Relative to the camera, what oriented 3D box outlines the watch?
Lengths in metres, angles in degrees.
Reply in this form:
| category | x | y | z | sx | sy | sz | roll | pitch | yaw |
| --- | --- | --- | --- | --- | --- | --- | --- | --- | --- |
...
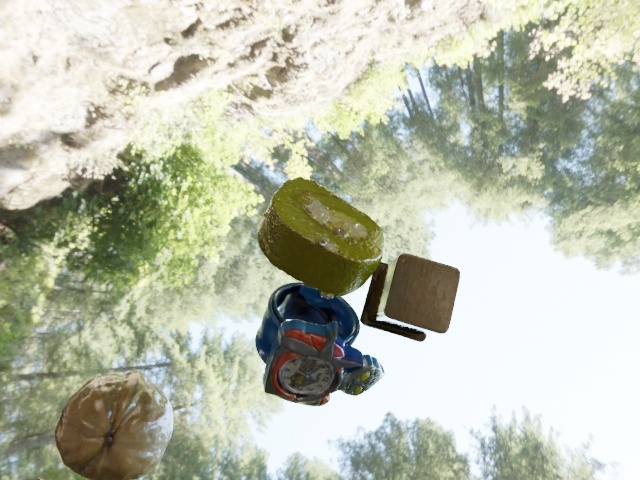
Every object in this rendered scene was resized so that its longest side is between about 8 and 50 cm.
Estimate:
| category | x | y | z | sx | sy | sz | roll | pitch | yaw |
| --- | --- | --- | --- | --- | --- | --- | --- | --- | --- |
| watch | 0.005 | 0.235 | 1.064 | 0.275 | 0.304 | 0.242 | -105 | -147 | -57 |

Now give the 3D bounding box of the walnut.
| category | x | y | z | sx | sy | sz | roll | pitch | yaw |
| --- | --- | --- | --- | --- | --- | --- | --- | --- | --- |
| walnut | -0.581 | 0.529 | 1.255 | 0.305 | 0.344 | 0.307 | 1 | -94 | -13 |

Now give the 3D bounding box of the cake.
| category | x | y | z | sx | sy | sz | roll | pitch | yaw |
| --- | --- | --- | --- | --- | --- | --- | --- | --- | --- |
| cake | 0.000 | 0.000 | 0.910 | 0.260 | 0.179 | 0.156 | 32 | -46 | 6 |

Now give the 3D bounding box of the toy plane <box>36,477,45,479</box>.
| category | x | y | z | sx | sy | sz | roll | pitch | yaw |
| --- | --- | --- | --- | --- | --- | --- | --- | --- | --- |
| toy plane | -0.321 | 0.331 | 0.505 | 0.194 | 0.126 | 0.077 | 9 | -127 | 36 |

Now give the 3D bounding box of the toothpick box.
| category | x | y | z | sx | sy | sz | roll | pitch | yaw |
| --- | --- | --- | --- | --- | --- | --- | --- | --- | --- |
| toothpick box | 0.220 | 0.142 | 1.079 | 0.190 | 0.308 | 0.188 | 17 | -101 | 4 |
